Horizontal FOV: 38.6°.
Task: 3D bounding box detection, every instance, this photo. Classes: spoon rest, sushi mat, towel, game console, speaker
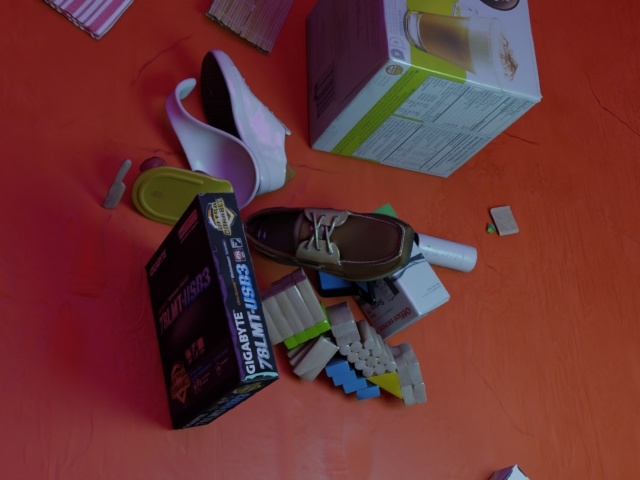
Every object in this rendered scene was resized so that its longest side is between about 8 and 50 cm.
[{"bbox_3d":[-0.205,-0.175,1.666,0.084,0.137,0.276,-9,61,-53],"label":"spoon rest"},{"bbox_3d":[-0.122,-0.539,1.926,0.151,0.019,0.316,33,56,-20],"label":"sushi mat"},{"bbox_3d":[-0.463,-0.481,1.736,0.197,0.029,0.144,36,56,-10],"label":"towel"},{"bbox_3d":[0.041,0.057,1.644,0.071,0.107,0.122,-19,114,-17],"label":"game console"},{"bbox_3d":[0.243,0.024,1.826,0.136,0.055,0.055,13,62,-21],"label":"speaker"}]

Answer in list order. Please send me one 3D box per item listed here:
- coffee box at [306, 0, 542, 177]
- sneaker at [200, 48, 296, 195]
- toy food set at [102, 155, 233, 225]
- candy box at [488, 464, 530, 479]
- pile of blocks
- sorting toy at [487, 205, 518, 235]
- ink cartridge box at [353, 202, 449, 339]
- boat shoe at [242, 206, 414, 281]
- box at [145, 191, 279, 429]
[{"bbox_3d":[0.191,-0.369,1.816,0.334,0.338,0.337,10,63,-23],"label":"coffee box"},{"bbox_3d":[-0.135,-0.228,1.740,0.123,0.106,0.290,-19,86,-37],"label":"sneaker"},{"bbox_3d":[-0.258,-0.096,1.603,0.218,0.128,0.071,14,40,-15],"label":"toy food set"},{"bbox_3d":[0.350,0.530,1.626,0.196,0.070,0.165,50,56,2],"label":"candy box"},{"bbox_3d":[0.031,0.182,1.632,0.362,0.149,0.112,37,12,-17],"label":"pile of blocks"},{"bbox_3d":[0.382,-0.040,1.951,0.083,0.012,0.062,-9,76,-33],"label":"sorting toy"},{"bbox_3d":[0.121,0.061,1.689,0.087,0.153,0.208,-28,80,-33],"label":"ink cartridge box"},{"bbox_3d":[0.000,0.000,1.564,0.120,0.324,0.122,20,75,-52],"label":"boat shoe"},{"bbox_3d":[-0.181,0.117,1.426,0.073,0.295,0.293,-5,70,-31],"label":"box"}]
